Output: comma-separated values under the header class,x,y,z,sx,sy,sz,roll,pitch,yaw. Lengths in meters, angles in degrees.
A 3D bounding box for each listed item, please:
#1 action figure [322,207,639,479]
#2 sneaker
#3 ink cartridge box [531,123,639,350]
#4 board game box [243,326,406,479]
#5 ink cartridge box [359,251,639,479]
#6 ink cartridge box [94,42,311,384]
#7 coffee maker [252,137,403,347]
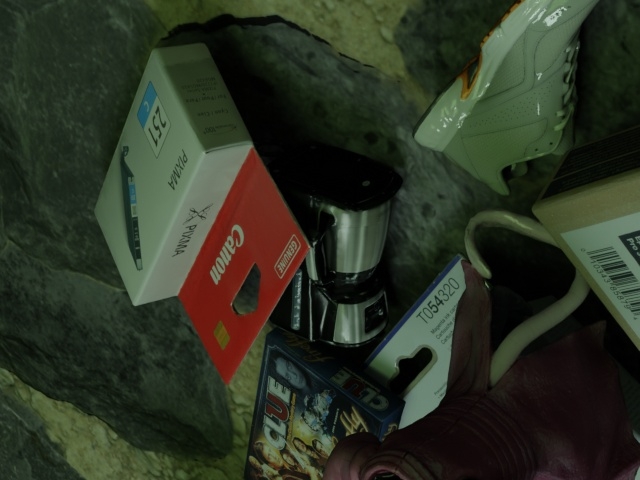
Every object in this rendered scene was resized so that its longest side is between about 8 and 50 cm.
class,x,y,z,sx,sy,sz,roll,pitch,yaw
action figure,0.136,0.172,1.055,0.248,0.370,0.275,19,118,30
sneaker,0.191,-0.140,1.122,0.121,0.099,0.262,40,141,2
ink cartridge box,0.319,0.012,1.056,0.234,0.088,0.193,49,144,-16
board game box,-0.002,0.222,1.431,0.165,0.042,0.243,34,136,26
ink cartridge box,0.191,0.210,1.332,0.330,0.071,0.324,48,135,12
ink cartridge box,-0.137,-0.015,1.376,0.261,0.066,0.296,62,147,23
coffee maker,0.000,0.000,1.344,0.171,0.120,0.178,41,137,45
